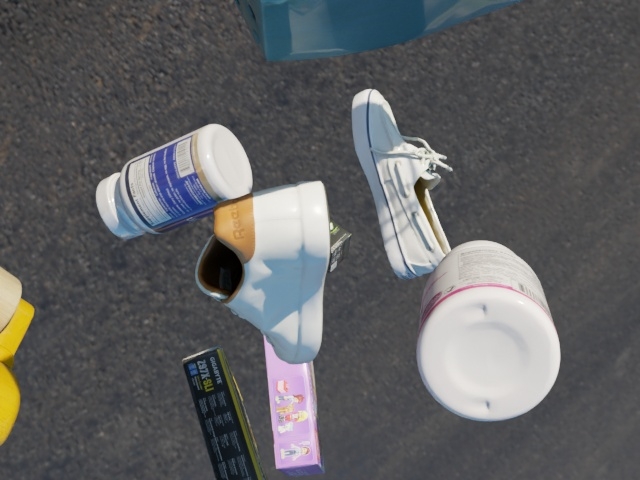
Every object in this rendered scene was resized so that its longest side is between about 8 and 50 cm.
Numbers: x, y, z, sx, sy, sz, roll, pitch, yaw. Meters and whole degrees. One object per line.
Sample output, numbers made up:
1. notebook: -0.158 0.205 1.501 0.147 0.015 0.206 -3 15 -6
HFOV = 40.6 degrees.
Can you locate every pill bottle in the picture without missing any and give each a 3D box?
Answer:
1. pill bottle: 0.206 0.098 1.093 0.160 0.160 0.283 -55 -179 16
2. pill bottle: -0.271 -0.100 1.589 0.265 0.153 0.153 -19 147 24

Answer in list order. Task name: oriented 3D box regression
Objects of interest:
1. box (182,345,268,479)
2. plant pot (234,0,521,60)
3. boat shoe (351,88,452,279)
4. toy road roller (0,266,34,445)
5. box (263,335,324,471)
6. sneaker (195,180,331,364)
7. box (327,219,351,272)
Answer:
1. box: -0.138 0.377 1.468 0.079 0.322 0.257 -18 148 -8
2. plant pot: 0.040 -0.240 0.637 0.234 0.165 0.165 -25 169 -6
3. boat shoe: 0.173 -0.121 1.602 0.157 0.366 0.136 -18 171 27
4. toy road roller: -0.464 0.144 1.063 0.202 0.241 0.329 45 49 -38
5. box: -0.041 0.176 1.216 0.057 0.293 0.201 -7 161 0
6. sneaker: -0.059 0.038 0.854 0.123 0.105 0.290 -6 147 -6
7. box: 0.000 0.000 1.409 0.052 0.083 0.062 -43 157 -29
